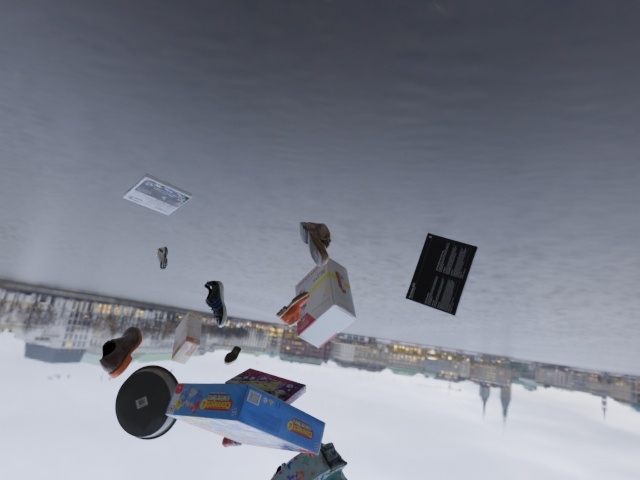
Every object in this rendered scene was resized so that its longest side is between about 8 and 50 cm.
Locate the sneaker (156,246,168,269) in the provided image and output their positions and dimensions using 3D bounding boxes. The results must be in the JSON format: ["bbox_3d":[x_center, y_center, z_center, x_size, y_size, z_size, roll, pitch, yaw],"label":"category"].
[{"bbox_3d":[-0.720,0.082,1.836,0.044,0.109,0.040,-6,158,2],"label":"sneaker"}]

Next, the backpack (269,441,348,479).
[{"bbox_3d":[-0.045,0.795,1.326,0.254,0.225,0.191,29,-165,-51],"label":"backpack"}]

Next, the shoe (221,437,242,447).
[{"bbox_3d":[-0.336,0.796,1.689,0.081,0.063,0.178,-19,-178,21],"label":"shoe"}]

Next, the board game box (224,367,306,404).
[{"bbox_3d":[-0.270,0.721,1.989,0.347,0.056,0.208,6,-178,26],"label":"board game box"}]

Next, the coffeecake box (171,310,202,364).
[{"bbox_3d":[-0.601,0.436,1.825,0.068,0.185,0.142,28,115,-28],"label":"coffeecake box"}]

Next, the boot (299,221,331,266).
[{"bbox_3d":[0.000,0.000,1.646,0.115,0.112,0.305,-6,-151,-13],"label":"boot"}]

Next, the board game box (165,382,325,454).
[{"bbox_3d":[-0.200,0.480,1.093,0.302,0.086,0.308,-16,135,37],"label":"board game box"}]

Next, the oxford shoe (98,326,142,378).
[{"bbox_3d":[-0.750,0.392,1.522,0.098,0.097,0.271,55,-178,-23],"label":"oxford shoe"}]

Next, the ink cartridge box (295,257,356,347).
[{"bbox_3d":[0.014,0.313,2.112,0.160,0.384,0.279,35,115,-25],"label":"ink cartridge box"}]

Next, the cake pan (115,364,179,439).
[{"bbox_3d":[-0.713,0.664,1.657,0.293,0.293,0.054,5,167,13],"label":"cake pan"}]

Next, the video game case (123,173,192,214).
[{"bbox_3d":[-0.621,-0.172,1.547,0.173,0.022,0.190,-26,145,33],"label":"video game case"}]

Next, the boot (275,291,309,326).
[{"bbox_3d":[-0.091,0.271,1.598,0.084,0.158,0.059,47,-172,-5],"label":"boot"}]

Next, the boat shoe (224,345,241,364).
[{"bbox_3d":[-0.533,0.711,2.438,0.068,0.072,0.190,28,-166,8],"label":"boat shoe"}]

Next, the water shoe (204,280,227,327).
[{"bbox_3d":[-0.448,0.268,1.701,0.080,0.203,0.073,6,150,-37],"label":"water shoe"}]

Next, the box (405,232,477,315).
[{"bbox_3d":[0.447,0.126,1.494,0.184,0.261,0.103,19,175,21],"label":"box"}]
